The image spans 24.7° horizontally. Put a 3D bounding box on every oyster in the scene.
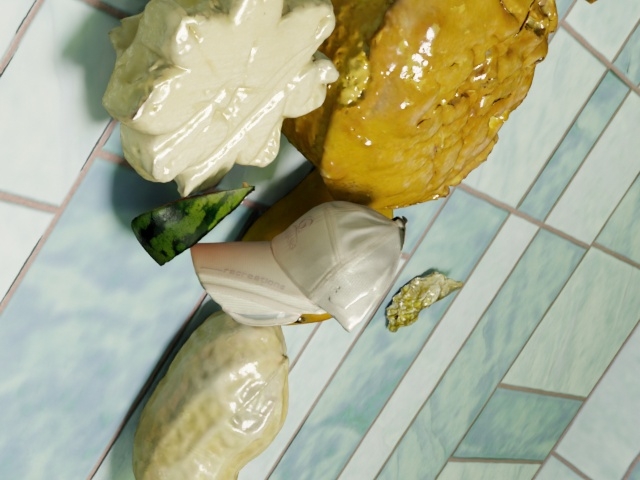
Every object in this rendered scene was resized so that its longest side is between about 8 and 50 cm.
[{"bbox_3d":[0.161,0.104,2.459,0.122,0.045,0.146,-50,156,24],"label":"oyster"}]

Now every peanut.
[{"bbox_3d":[-0.153,0.242,1.982,0.174,0.158,0.340,31,101,-24],"label":"peanut"}]

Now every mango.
[{"bbox_3d":[0.003,0.006,1.928,0.254,0.175,0.139,-44,163,-16],"label":"mango"}]

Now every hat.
[{"bbox_3d":[-0.031,0.004,1.721,0.219,0.226,0.164,-107,-140,-68],"label":"hat"}]

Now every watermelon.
[{"bbox_3d":[-0.150,-0.026,1.673,0.119,0.063,0.245,-32,-179,-23],"label":"watermelon"}]

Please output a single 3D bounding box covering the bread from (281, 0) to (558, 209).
[{"bbox_3d":[0.118,-0.215,1.814,0.398,0.215,0.398,-39,153,-25],"label":"bread"}]

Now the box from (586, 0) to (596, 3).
[{"bbox_3d":[0.490,-0.508,2.202,0.313,0.089,0.197,-33,148,-34],"label":"box"}]

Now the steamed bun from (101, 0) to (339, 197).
[{"bbox_3d":[-0.122,-0.195,1.549,0.295,0.137,0.292,-22,144,-34],"label":"steamed bun"}]
